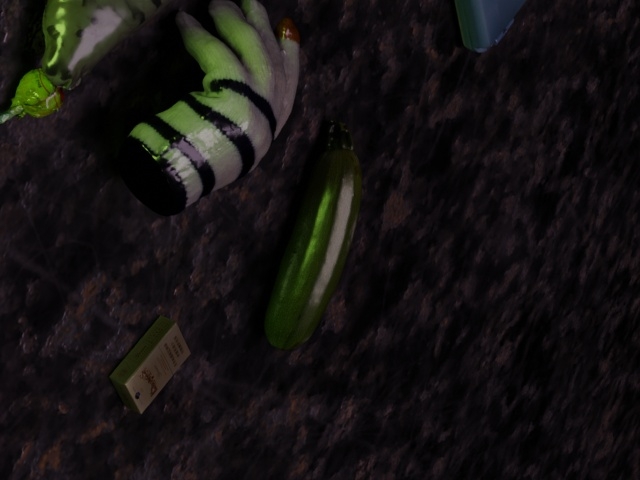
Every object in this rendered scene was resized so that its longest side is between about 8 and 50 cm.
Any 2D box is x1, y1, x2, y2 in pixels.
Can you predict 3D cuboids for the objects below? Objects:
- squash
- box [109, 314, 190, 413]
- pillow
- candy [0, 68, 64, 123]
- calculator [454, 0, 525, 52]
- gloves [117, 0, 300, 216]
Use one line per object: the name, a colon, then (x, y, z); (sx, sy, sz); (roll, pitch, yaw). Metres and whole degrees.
squash: (0.000, 0.000, 1.651); (0.066, 0.066, 0.252); (4, 106, -59)
box: (-0.165, 0.121, 1.510); (0.083, 0.024, 0.053); (-49, 145, -26)
pillow: (-0.155, -0.226, 1.263); (0.241, 0.051, 0.093); (-49, 115, -25)
candy: (-0.255, -0.096, 1.227); (0.123, 0.035, 0.035); (-36, 159, -27)
calculator: (0.193, -0.312, 1.779); (0.121, 0.039, 0.210); (-53, 146, -26)
gloves: (-0.083, -0.123, 1.385); (0.218, 0.131, 0.140); (-40, 143, -24)
